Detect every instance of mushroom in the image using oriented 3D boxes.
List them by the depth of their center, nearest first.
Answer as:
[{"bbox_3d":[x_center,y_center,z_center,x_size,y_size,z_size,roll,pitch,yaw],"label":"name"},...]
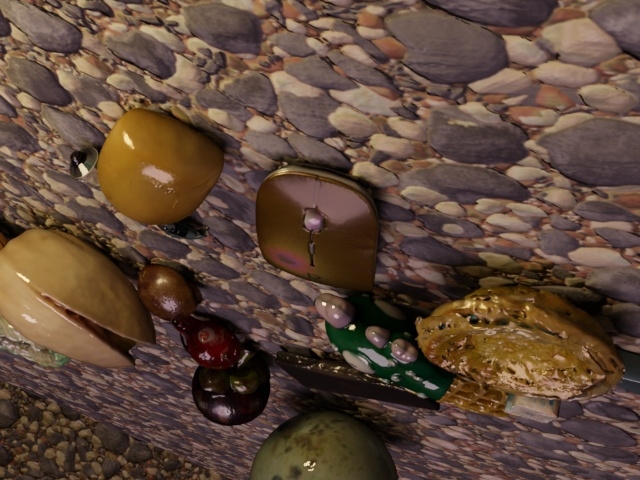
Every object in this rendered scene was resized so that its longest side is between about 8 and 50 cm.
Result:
[{"bbox_3d":[-0.266,0.086,1.695,0.127,0.087,0.127,29,147,21],"label":"mushroom"}]

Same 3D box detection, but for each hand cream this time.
[{"bbox_3d":[-0.263,-0.063,1.390,0.075,0.052,0.248,30,176,43],"label":"hand cream"}]

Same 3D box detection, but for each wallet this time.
[{"bbox_3d":[0.067,0.270,1.877,0.310,0.042,0.165,6,156,32],"label":"wallet"}]

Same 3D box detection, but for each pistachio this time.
[{"bbox_3d":[-0.425,0.108,1.693,0.318,0.193,0.214,37,180,-21],"label":"pistachio"}]

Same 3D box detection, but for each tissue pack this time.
[{"bbox_3d":[0.329,0.221,1.480,0.074,0.094,0.058,17,157,-1],"label":"tissue pack"}]

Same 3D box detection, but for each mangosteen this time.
[{"bbox_3d":[-0.189,0.293,1.995,0.172,0.172,0.184,8,151,26],"label":"mangosteen"}]

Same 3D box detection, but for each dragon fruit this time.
[{"bbox_3d":[-0.237,0.182,1.873,0.190,0.094,0.094,34,156,-6],"label":"dragon fruit"}]

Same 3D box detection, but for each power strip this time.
[{"bbox_3d":[0.480,0.186,1.342,0.137,0.044,0.216,35,153,-34],"label":"power strip"}]

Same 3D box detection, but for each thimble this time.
[{"bbox_3d":[-0.598,0.165,2.036,0.219,0.150,0.219,17,158,7],"label":"thimble"}]

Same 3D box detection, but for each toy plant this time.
[{"bbox_3d":[0.092,0.153,1.478,0.243,0.112,0.232,29,172,30],"label":"toy plant"}]

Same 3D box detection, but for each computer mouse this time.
[{"bbox_3d":[0.000,0.000,1.274,0.158,0.071,0.310,14,157,8],"label":"computer mouse"}]

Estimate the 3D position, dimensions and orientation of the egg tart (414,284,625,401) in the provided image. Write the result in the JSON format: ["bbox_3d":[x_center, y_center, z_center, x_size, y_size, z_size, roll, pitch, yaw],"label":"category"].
[{"bbox_3d":[0.266,0.126,1.308,0.291,0.107,0.291,13,154,6],"label":"egg tart"}]

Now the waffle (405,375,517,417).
[{"bbox_3d":[0.254,0.248,1.657,0.211,0.055,0.160,20,157,-3],"label":"waffle"}]

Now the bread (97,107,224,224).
[{"bbox_3d":[-0.212,-0.080,1.229,0.147,0.098,0.217,27,156,-9],"label":"bread"}]

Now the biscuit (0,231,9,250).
[{"bbox_3d":[-0.635,0.027,1.822,0.277,0.052,0.262,-10,129,48],"label":"biscuit"}]

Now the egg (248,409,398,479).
[{"bbox_3d":[0.005,0.559,2.197,0.345,0.345,0.428,14,152,13],"label":"egg"}]
